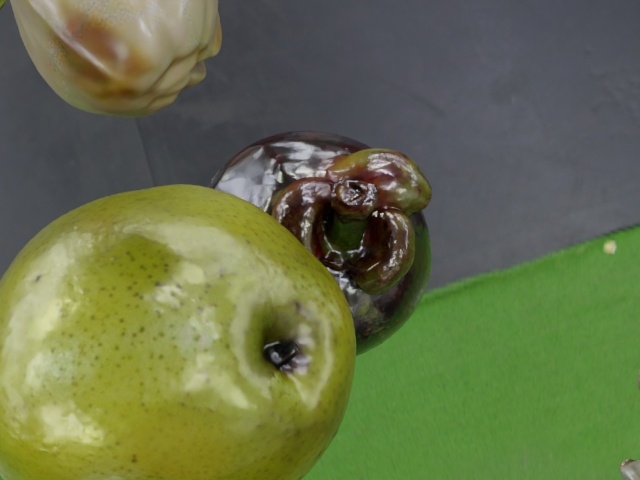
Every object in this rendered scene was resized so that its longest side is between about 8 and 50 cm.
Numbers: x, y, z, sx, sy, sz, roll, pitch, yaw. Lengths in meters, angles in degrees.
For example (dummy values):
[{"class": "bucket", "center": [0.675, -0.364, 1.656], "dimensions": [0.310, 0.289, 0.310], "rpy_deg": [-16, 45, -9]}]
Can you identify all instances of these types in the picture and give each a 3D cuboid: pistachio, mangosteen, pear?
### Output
[{"class": "pistachio", "center": [-0.136, -0.165, 0.750], "dimensions": [0.144, 0.144, 0.215], "rpy_deg": [-27, 49, -4]}, {"class": "mangosteen", "center": [0.000, 0.000, 1.084], "dimensions": [0.228, 0.265, 0.228], "rpy_deg": [4, 75, -17]}, {"class": "pear", "center": [-0.115, 0.091, 0.877], "dimensions": [0.294, 0.294, 0.294], "rpy_deg": [-4, 64, 8]}]

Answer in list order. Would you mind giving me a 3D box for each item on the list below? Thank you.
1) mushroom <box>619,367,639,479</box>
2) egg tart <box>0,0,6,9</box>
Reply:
[{"class": "mushroom", "center": [0.138, 0.078, 0.424], "dimensions": [0.079, 0.085, 0.085], "rpy_deg": [-34, 64, 8]}, {"class": "egg tart", "center": [-0.143, -0.144, 0.222], "dimensions": [0.118, 0.288, 0.288], "rpy_deg": [14, 68, 20]}]
